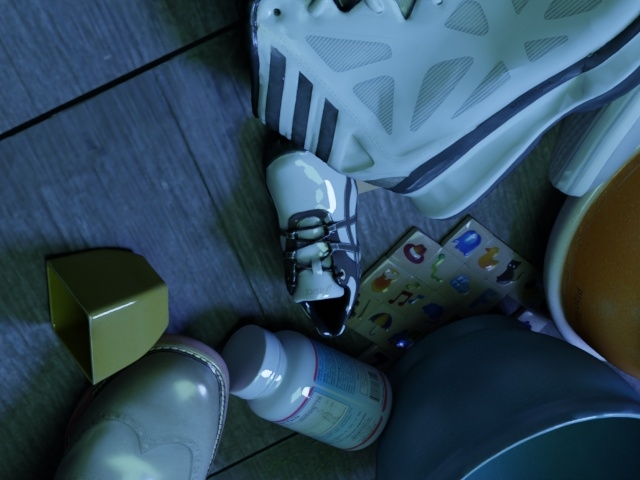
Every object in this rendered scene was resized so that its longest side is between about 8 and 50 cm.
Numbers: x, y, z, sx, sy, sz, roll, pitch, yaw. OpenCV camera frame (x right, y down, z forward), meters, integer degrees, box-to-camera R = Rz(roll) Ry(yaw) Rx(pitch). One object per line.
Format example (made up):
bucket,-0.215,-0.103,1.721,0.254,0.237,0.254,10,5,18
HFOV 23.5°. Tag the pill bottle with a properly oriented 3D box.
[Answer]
pill bottle,-0.015,0.135,1.436,0.160,0.087,0.087,28,112,-37

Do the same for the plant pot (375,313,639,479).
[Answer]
plant pot,0.174,0.197,1.500,0.293,0.196,0.293,-16,138,-14

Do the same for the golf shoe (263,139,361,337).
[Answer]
golf shoe,0.000,0.000,1.315,0.077,0.094,0.198,-10,134,10

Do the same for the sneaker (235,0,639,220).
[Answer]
sneaker,0.092,-0.189,1.079,0.257,0.169,0.447,19,137,-23

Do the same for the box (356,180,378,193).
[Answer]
box,0.092,-0.138,1.303,0.164,0.021,0.201,-16,134,-15

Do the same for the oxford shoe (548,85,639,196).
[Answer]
oxford shoe,0.345,-0.207,1.267,0.130,0.169,0.449,31,109,-12

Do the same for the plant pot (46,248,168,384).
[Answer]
plant pot,-0.174,0.055,1.292,0.083,0.081,0.081,-22,136,-27

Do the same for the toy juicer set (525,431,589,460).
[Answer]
toy juicer set,0.312,0.243,1.701,0.209,0.090,0.329,-7,144,12

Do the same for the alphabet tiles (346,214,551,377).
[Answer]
alphabet tiles,0.119,0.076,1.515,0.198,0.009,0.237,-44,134,13

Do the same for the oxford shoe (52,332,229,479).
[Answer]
oxford shoe,-0.189,0.262,1.392,0.140,0.146,0.397,21,118,-11

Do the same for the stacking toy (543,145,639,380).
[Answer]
stacking toy,0.451,0.108,1.382,0.350,0.480,0.351,-15,134,-16
